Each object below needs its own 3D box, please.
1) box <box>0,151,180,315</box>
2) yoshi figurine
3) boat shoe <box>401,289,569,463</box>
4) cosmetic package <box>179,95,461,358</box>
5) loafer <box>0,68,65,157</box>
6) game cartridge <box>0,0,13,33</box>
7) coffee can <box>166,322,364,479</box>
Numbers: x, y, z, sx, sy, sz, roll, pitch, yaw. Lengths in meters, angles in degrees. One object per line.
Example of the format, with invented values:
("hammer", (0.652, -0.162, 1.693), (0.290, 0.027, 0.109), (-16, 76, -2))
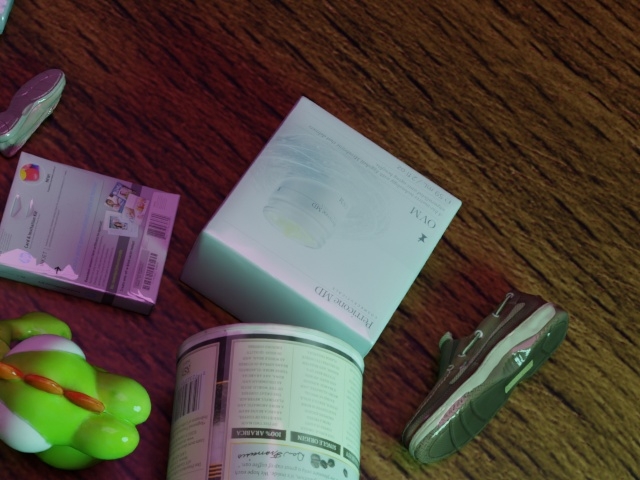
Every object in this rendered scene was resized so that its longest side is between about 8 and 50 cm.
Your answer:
("box", (-0.263, -0.008, 1.689), (0.186, 0.038, 0.145), (15, 61, -11))
("yoshi figurine", (-0.344, 0.147, 1.541), (0.362, 0.203, 0.203), (20, 19, 8))
("boat shoe", (0.171, 0.150, 1.732), (0.095, 0.095, 0.257), (35, 57, 29))
("cosmetic package", (0.000, 0.000, 1.713), (0.224, 0.138, 0.225), (33, 61, 1))
("loafer", (-0.336, -0.147, 1.741), (0.045, 0.039, 0.125), (15, 51, 29))
("game cartridge", (-0.437, -0.399, 1.822), (0.198, 0.062, 0.297), (19, 60, -13))
("coffee can", (-0.058, 0.248, 1.531), (0.201, 0.201, 0.275), (10, 62, -13))
